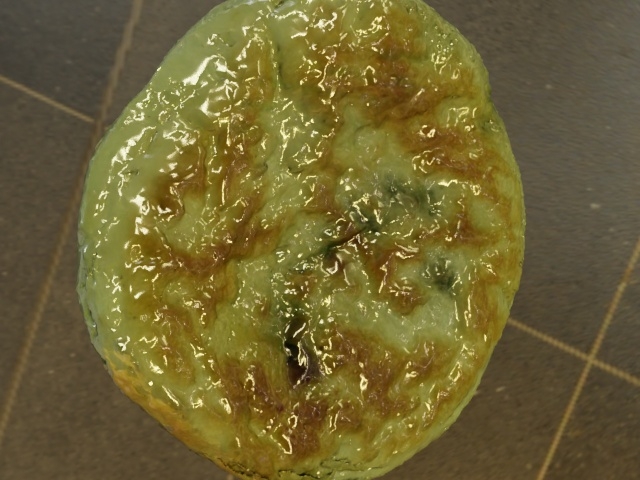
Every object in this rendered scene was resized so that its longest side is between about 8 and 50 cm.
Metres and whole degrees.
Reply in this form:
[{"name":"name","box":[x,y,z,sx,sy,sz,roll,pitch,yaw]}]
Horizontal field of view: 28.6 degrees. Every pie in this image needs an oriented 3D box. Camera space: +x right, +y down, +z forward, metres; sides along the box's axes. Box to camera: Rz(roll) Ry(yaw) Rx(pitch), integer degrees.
[{"name":"pie","box":[0.000,0.000,0.567,0.054,0.240,0.241,11,98,59]}]
